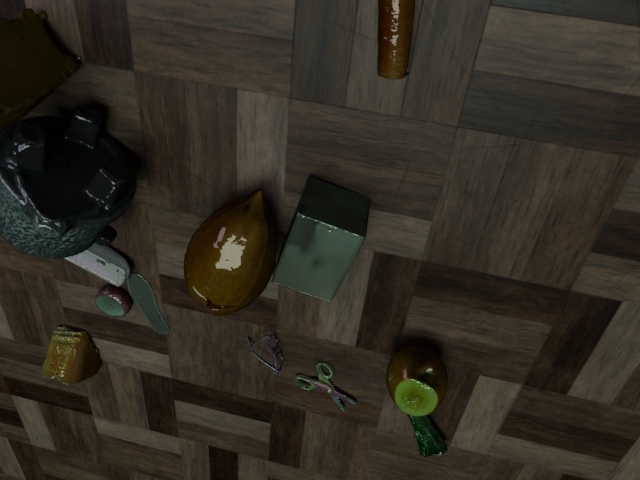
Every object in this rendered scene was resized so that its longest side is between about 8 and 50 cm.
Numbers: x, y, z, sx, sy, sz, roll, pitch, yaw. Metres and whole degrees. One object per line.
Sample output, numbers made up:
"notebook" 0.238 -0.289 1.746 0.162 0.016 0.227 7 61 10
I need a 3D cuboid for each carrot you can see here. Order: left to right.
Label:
"carrot" 0.128 -0.388 0.888 0.067 0.067 0.225 5 128 11

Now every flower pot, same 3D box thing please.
"flower pot" -0.548 -0.111 1.126 0.299 0.299 0.283 36 130 -12

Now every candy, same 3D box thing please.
"candy" -0.589 0.174 1.500 0.103 0.043 0.103 7 129 9

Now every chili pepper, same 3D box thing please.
"chili pepper" 0.296 0.528 1.517 0.088 0.059 0.226 -15 115 19

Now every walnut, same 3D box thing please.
"walnut" -0.197 0.021 1.192 0.209 0.209 0.336 25 120 -3

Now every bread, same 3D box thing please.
"bread" -0.781 0.365 1.684 0.140 0.169 0.160 9 167 9

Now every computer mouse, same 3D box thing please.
"computer mouse" -0.601 0.049 1.411 0.199 0.044 0.102 29 126 -7

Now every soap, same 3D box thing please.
"soap" -0.688 -0.282 1.043 0.335 0.293 0.156 -24 119 27

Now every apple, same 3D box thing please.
"apple" 0.241 0.347 1.325 0.147 0.163 0.147 15 143 -6

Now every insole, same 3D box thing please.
"insole" -0.494 0.184 1.506 0.080 0.003 0.231 -3 124 17

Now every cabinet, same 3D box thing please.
"cabinet" 0.000 0.000 1.149 0.145 0.150 0.206 19 128 -6

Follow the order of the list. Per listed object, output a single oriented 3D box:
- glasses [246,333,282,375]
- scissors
"glasses" -0.169 0.313 1.477 0.104 0.062 0.139 0 124 17
"scissors" 0.026 0.432 1.536 0.134 0.020 0.187 -36 109 28
